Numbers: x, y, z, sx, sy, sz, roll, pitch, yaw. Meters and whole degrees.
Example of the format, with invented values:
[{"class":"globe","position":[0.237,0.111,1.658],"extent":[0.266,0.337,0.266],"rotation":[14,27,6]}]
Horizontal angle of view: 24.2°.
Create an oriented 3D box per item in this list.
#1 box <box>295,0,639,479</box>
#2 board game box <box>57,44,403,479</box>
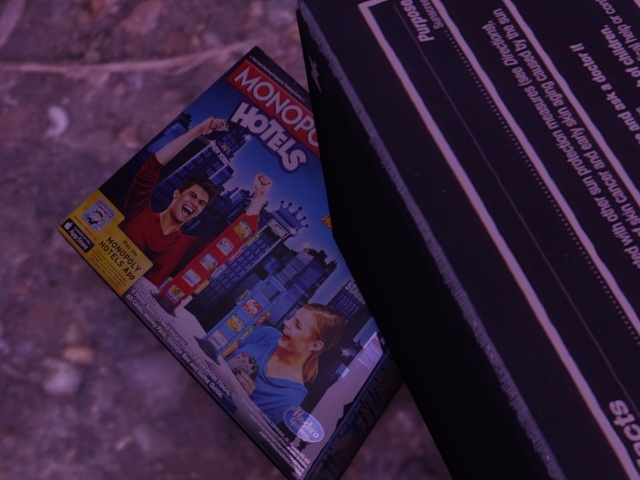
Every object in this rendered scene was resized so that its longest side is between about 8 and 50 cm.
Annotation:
[{"class":"box","position":[0.181,0.007,0.603],"extent":[0.294,0.183,0.296],"rotation":[-20,56,-8]},{"class":"board game box","position":[0.000,0.000,0.776],"extent":[0.194,0.060,0.194],"rotation":[-42,69,-8]}]
